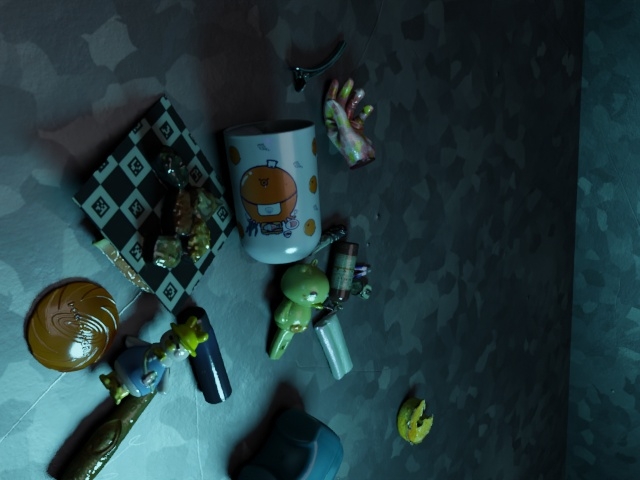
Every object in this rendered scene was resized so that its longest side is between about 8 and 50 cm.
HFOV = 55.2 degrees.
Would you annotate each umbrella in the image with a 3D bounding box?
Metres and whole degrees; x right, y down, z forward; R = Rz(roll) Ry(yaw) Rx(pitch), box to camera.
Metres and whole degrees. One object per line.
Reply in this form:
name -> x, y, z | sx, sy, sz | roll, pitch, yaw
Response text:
umbrella -> 0.000, 0.000, 1.730 | 0.188, 0.046, 0.050 | -28, 100, -36

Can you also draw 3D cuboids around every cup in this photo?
cup -> -0.106, -0.117, 1.472 | 0.212, 0.212, 0.317 | -23, 116, -41

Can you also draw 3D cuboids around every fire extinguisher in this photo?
fire extinguisher -> 0.045, 0.114, 1.789 | 0.099, 0.071, 0.231 | 11, 92, -21

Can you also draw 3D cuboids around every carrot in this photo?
carrot -> -0.441, 0.401, 1.351 | 0.342, 0.070, 0.070 | -54, 132, -25

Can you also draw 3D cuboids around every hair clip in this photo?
hair clip -> 0.001, -0.472, 1.632 | 0.229, 0.039, 0.070 | -43, 128, -37

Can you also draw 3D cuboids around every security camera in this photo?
security camera -> 0.130, 0.151, 1.896 | 0.092, 0.058, 0.058 | 21, 84, -55

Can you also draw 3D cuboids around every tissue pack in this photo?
tissue pack -> -0.070, 0.633, 1.686 | 0.287, 0.198, 0.206 | -54, 130, -26

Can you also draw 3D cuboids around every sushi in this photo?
sushi -> -0.303, -0.074, 1.316 | 0.359, 0.064, 0.343 | 60, 41, -35

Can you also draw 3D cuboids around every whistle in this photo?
whistle -> -0.056, 0.189, 1.649 | 0.141, 0.141, 0.294 | 9, 94, -47

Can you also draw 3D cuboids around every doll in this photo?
doll -> -0.362, 0.259, 1.351 | 0.241, 0.135, 0.099 | -36, 138, -16

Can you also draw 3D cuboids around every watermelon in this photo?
watermelon -> -0.384, 0.036, 1.334 | 0.119, 0.063, 0.245 | -52, 137, -11

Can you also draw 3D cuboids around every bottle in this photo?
bottle -> -0.277, 0.277, 1.485 | 0.082, 0.072, 0.244 | -72, 153, -62

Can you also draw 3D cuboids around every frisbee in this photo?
frisbee -> -0.500, 0.181, 1.260 | 0.192, 0.035, 0.192 | -14, 110, -43

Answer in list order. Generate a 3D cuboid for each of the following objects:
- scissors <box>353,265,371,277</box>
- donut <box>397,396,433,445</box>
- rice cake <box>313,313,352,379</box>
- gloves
scissors -> 0.121, 0.096, 1.895 | 0.113, 0.012, 0.039 | -4, 102, -46
donut -> 0.333, 0.651, 2.201 | 0.146, 0.078, 0.181 | -52, 137, -23
rice cake -> 0.041, 0.321, 1.845 | 0.080, 0.042, 0.222 | -40, 126, -34
gloves -> 0.071, -0.322, 1.682 | 0.145, 0.126, 0.241 | -22, 86, -36
